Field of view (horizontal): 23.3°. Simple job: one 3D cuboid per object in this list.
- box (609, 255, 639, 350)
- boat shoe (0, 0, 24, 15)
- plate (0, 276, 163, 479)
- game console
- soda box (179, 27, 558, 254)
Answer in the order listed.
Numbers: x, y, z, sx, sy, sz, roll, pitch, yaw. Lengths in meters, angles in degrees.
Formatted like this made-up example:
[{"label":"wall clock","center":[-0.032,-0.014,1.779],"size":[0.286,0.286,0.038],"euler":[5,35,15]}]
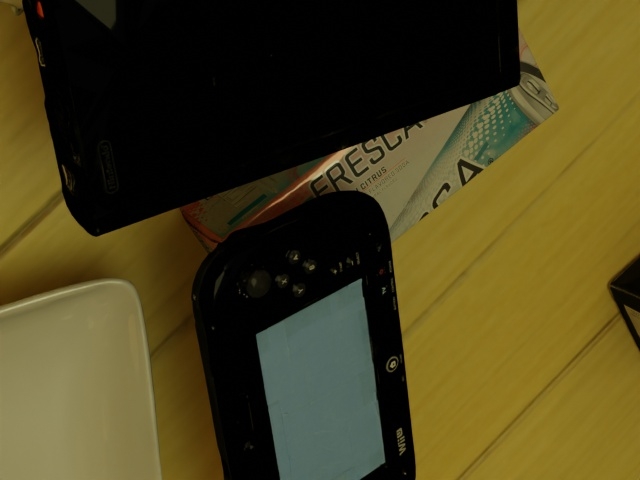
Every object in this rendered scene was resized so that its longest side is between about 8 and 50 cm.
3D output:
[{"label":"box","center":[0.357,-0.012,0.831],"size":[0.322,0.257,0.079],"euler":[-41,121,-11]},{"label":"boat shoe","center":[-0.120,-0.135,0.654],"size":[0.076,0.083,0.226],"euler":[-38,125,21]},{"label":"plate","center":[-0.203,0.169,0.723],"size":[0.278,0.045,0.277],"euler":[-15,114,-23]},{"label":"game console","center":[0.000,0.000,0.698],"size":[0.213,0.044,0.361],"euler":[-21,123,-22]},{"label":"soda box","center":[0.025,-0.040,0.762],"size":[0.183,0.058,0.063],"euler":[-38,120,-10]}]
